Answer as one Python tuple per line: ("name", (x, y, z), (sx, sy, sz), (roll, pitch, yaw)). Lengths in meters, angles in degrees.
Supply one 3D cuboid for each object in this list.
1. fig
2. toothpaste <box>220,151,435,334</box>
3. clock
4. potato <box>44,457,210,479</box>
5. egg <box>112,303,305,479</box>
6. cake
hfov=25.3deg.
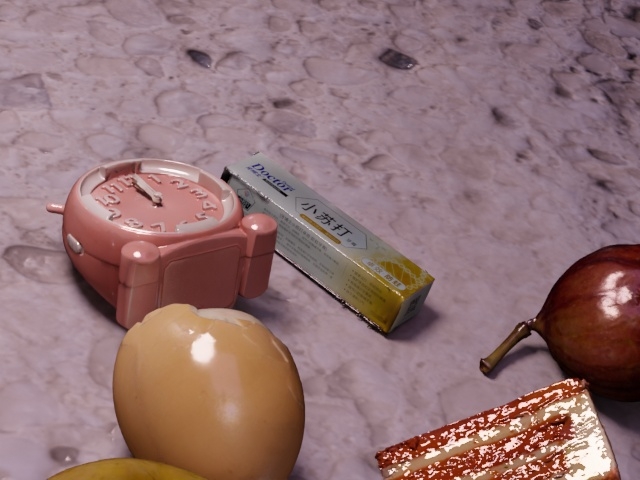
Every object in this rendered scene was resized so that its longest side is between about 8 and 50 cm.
("fig", (0.354, 0.106, 1.854), (0.250, 0.203, 0.186), (0, -7, 27))
("toothpaste", (0.000, 0.000, 1.888), (0.313, 0.071, 0.089), (36, 37, 20))
("clock", (-0.208, -0.004, 1.755), (0.227, 0.142, 0.241), (-15, 41, -37))
("potato", (-0.185, 0.303, 1.331), (0.286, 0.242, 0.242), (11, 39, -16))
("egg", (-0.115, 0.181, 1.515), (0.201, 0.201, 0.244), (-2, 52, -26))
("cake", (0.216, 0.256, 1.605), (0.262, 0.159, 0.158), (1, 45, -21))
